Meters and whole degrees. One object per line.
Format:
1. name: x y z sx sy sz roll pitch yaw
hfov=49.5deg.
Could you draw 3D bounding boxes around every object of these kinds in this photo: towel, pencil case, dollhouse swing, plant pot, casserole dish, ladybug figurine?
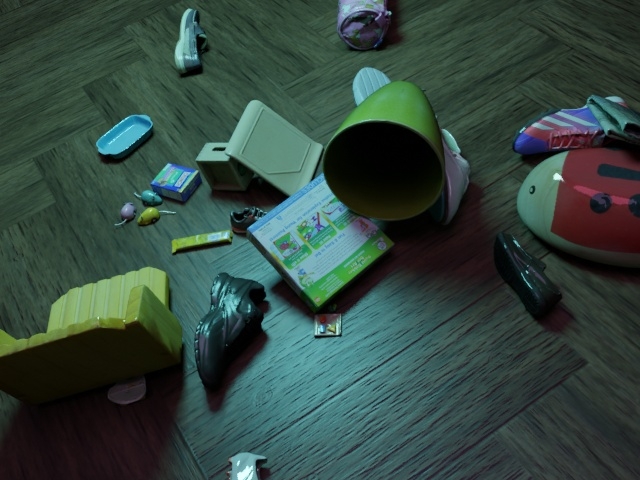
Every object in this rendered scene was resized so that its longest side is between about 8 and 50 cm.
1. towel: 0.773 -0.226 1.571 0.312 0.056 0.324 23 23 -1
2. pencil case: 0.146 -0.792 2.275 0.167 0.160 0.386 16 47 -13
3. dollhouse swing: -0.510 0.149 1.505 0.346 0.315 0.305 -16 57 4
4. plant pot: 0.171 -0.244 1.629 0.274 0.275 0.294 4 43 15
5. casserole dish: -0.583 -0.308 2.085 0.114 0.037 0.188 26 58 30
6. ladybug figurine: 0.668 -0.091 1.542 0.449 0.162 0.305 11 52 20

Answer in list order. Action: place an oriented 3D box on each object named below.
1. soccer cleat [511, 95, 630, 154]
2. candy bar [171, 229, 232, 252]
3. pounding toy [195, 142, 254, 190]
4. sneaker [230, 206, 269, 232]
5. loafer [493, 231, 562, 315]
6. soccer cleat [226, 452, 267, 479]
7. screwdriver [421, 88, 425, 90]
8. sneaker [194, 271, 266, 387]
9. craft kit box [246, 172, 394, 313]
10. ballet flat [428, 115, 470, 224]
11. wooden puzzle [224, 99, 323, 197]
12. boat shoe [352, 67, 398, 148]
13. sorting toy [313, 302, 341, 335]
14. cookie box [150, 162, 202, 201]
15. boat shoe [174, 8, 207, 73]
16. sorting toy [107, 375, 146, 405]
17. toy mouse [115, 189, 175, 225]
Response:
1. soccer cleat: 0.644 -0.271 1.748 0.318 0.109 0.116 -17 52 -6
2. candy bar: -0.302 0.001 1.765 0.161 0.018 0.040 -10 51 3
3. pounding toy: -0.233 -0.201 1.866 0.141 0.130 0.100 3 50 26
4. sneaker: -0.157 -0.053 1.749 0.157 0.065 0.061 -3 49 10
5. loafer: 0.450 0.069 1.515 0.078 0.080 0.220 -13 52 -13
6. soccer cleat: -0.139 0.482 1.277 0.076 0.068 0.196 -3 46 5
7. screwdriver: 0.230 -0.413 2.021 0.169 0.025 0.024 -17 47 -15
8. sneaker: -0.195 0.190 1.523 0.130 0.109 0.286 5 52 8
9. craft kit box: 0.000 0.000 1.612 0.249 0.061 0.247 -37 74 -22
10. ballet flat: 0.306 -0.202 1.753 0.139 0.139 0.400 -15 47 -1
11. wooden puzzle: -0.123 -0.239 1.853 0.238 0.044 0.221 31 51 -16
12. boat shoe: 0.138 -0.335 1.895 0.121 0.119 0.335 9 50 -14
13. sorting toy: 0.016 0.175 1.547 0.061 0.012 0.083 -4 49 9
14. cookie box: -0.397 -0.161 1.912 0.107 0.040 0.092 16 53 23
15. boat shoe: -0.424 -0.671 2.333 0.092 0.103 0.285 -1 53 4
16. sorting toy: -0.412 0.311 1.503 0.083 0.045 0.075 -18 39 -1
17. toy mouse: -0.490 -0.098 1.883 0.160 0.031 0.143 -23 49 -8
